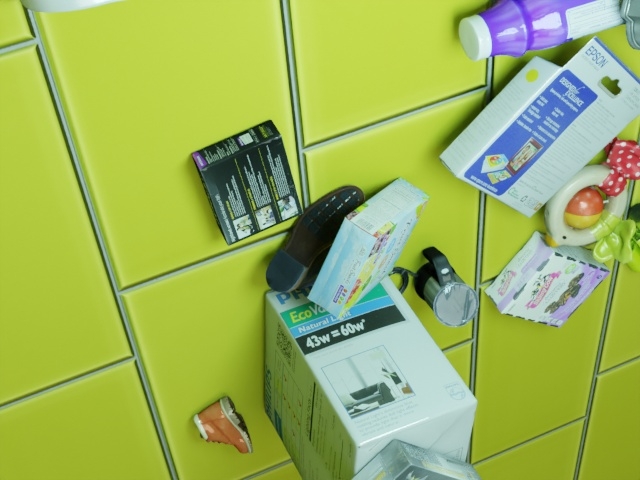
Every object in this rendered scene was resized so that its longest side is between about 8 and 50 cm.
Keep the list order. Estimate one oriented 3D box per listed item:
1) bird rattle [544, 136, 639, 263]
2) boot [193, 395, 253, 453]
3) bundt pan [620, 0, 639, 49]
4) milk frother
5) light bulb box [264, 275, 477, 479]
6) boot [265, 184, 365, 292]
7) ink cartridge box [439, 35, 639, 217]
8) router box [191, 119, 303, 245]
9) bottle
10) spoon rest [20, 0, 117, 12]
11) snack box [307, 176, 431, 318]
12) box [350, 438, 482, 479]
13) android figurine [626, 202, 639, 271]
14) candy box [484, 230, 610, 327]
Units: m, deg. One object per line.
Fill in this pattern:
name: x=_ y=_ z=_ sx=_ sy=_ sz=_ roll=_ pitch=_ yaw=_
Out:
bird rattle: x=0.510 y=-0.070 z=2.031 sx=0.207 sy=0.143 sz=0.253 roll=-12 pitch=134 yaw=-19
boot: x=-0.183 y=0.362 z=2.106 sx=0.085 sy=0.059 sz=0.158 roll=-27 pitch=131 yaw=0
bundt pan: x=0.581 y=-0.415 z=1.637 sx=0.331 sy=0.124 sz=0.330 roll=-27 pitch=129 yaw=-38
milk frother: x=0.190 y=0.095 z=2.000 sx=0.143 sy=0.135 sz=0.129 roll=-36 pitch=109 yaw=1
light bulb box: x=0.071 y=0.295 z=1.955 sx=0.225 sy=0.361 sz=0.357 roll=-17 pitch=138 yaw=-19
boot: x=0.000 y=0.000 z=1.858 sx=0.219 sy=0.082 sz=0.106 roll=-47 pitch=163 yaw=4
ink cartridge box: x=0.384 y=-0.192 z=1.853 sx=0.307 sy=0.072 sz=0.304 roll=-47 pitch=146 yaw=15
router box: x=-0.109 y=-0.086 z=1.703 sx=0.133 sy=0.046 sz=0.179 roll=-24 pitch=139 yaw=-8
bottle: x=0.348 y=-0.340 z=1.672 sx=0.283 sy=0.118 sz=0.092 roll=-19 pitch=108 yaw=-15
spoon rest: x=-0.233 y=-0.338 z=1.344 sx=0.276 sy=0.084 sz=0.137 roll=-22 pitch=139 yaw=-9
snack box: x=0.082 y=0.009 z=1.824 sx=0.207 sy=0.070 sz=0.174 roll=-39 pitch=158 yaw=-53
box: x=0.136 y=0.420 z=1.798 sx=0.183 sy=0.056 sz=0.231 roll=-45 pitch=138 yaw=15
android figurine: x=0.727 y=-0.026 z=2.271 sx=0.248 sy=0.056 sz=0.273 roll=-42 pitch=138 yaw=11
candy box: x=0.449 y=0.081 z=2.195 sx=0.196 sy=0.070 sz=0.165 roll=15 pitch=122 yaw=-41
